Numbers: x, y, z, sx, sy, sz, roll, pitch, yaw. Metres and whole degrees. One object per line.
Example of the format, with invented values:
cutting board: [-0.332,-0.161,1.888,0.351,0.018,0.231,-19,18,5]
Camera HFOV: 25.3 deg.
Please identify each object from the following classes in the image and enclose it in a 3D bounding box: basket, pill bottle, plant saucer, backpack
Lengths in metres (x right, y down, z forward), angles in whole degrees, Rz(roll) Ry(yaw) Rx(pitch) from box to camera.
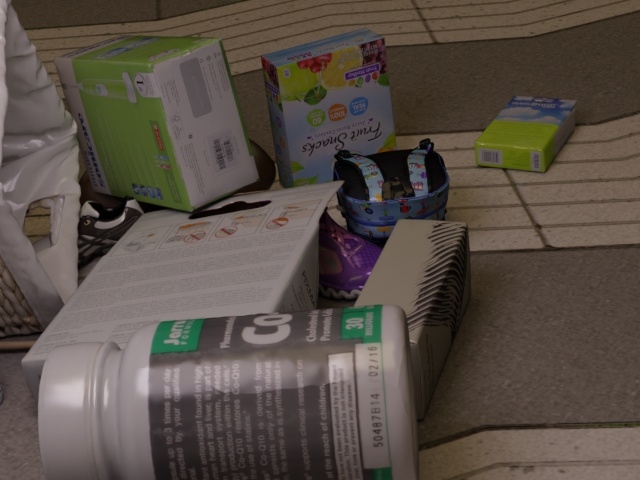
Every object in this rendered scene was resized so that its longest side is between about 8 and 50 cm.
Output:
basket: [-0.467,-0.076,1.787,0.267,0.331,0.328,-10,57,5]
pill bottle: [-0.086,0.177,1.435,0.361,0.204,0.204,-5,28,4]
plant saucer: [-0.225,-0.106,2.166,0.311,0.050,0.310,-7,28,4]
plant saucer: [-0.104,-0.046,1.979,0.169,0.029,0.168,-7,-3,0]
backpack: [0.100,-0.053,1.896,0.158,0.116,0.173,-7,22,-2]

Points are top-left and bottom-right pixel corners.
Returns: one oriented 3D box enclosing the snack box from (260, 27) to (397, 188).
snack box: [0.016,-0.188,2.087,0.175,0.207,0.070,-18,30,-18]

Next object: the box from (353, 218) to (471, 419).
box: [0.103,0.085,1.662,0.094,0.113,0.275,3,31,17]

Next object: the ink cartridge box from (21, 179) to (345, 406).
ink cartridge box: [-0.145,0.064,1.741,0.308,0.091,0.385,-9,25,21]

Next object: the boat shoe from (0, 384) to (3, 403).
boat shoe: [-0.441,0.188,1.631,0.065,0.083,0.183,9,32,28]

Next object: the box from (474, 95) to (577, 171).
box: [0.311,-0.162,2.142,0.109,0.042,0.178,8,31,25]

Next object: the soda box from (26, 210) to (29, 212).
soda box: [-0.570,-0.044,2.094,0.263,0.083,0.092,-25,33,-31]

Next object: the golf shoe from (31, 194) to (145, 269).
golf shoe: [-0.336,-0.011,1.967,0.198,0.093,0.077,-15,30,-11]

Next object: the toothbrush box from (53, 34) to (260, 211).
toothbrush box: [-0.229,-0.167,1.960,0.122,0.206,0.283,-27,21,-32]

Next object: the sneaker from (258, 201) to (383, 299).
sneaker: [0.000,0.000,1.853,0.236,0.104,0.095,18,36,37]

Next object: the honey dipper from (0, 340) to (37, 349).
honey dipper: [-0.371,0.131,1.781,0.161,0.030,0.030,-1,29,5]
